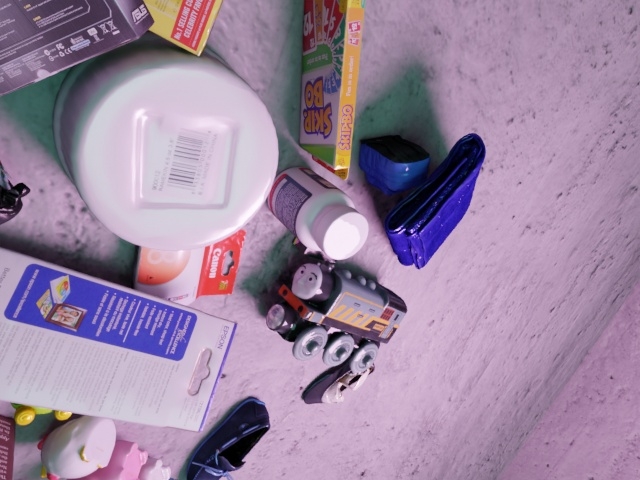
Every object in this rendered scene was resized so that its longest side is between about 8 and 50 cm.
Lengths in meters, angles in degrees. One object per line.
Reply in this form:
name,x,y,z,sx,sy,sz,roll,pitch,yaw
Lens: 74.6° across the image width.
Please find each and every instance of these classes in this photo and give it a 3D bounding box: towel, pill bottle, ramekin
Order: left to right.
ramekin,-0.192,-0.120,0.559,0.278,0.135,0.276,-16,125,-25
pill bottle,-0.005,-0.045,0.695,0.108,0.180,0.107,-16,124,-24
towel,0.234,-0.051,0.830,0.227,0.076,0.308,-46,161,0

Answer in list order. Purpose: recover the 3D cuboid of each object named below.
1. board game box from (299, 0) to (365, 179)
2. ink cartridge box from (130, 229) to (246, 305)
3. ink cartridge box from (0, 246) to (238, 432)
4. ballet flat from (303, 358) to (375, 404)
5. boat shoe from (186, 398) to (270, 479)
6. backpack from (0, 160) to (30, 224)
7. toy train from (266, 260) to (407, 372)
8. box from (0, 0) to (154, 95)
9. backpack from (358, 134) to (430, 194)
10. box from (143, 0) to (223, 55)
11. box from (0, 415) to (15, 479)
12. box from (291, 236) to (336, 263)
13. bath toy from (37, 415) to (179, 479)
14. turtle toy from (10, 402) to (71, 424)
board game box,0.011,-0.228,0.632,0.039,0.124,0.259,-14,124,-24
ink cartridge box,-0.216,0.050,0.705,0.180,0.045,0.145,2,118,-31
ink cartridge box,-0.317,0.146,0.592,0.371,0.069,0.175,25,72,-26
ballet flat,0.053,0.357,1.051,0.203,0.074,0.074,-33,130,-12
boat shoe,-0.211,0.473,0.935,0.109,0.089,0.258,27,101,-40
backpack,-0.428,-0.085,0.434,0.152,0.115,0.181,-39,146,-32
toy train,0.041,0.155,0.875,0.334,0.142,0.190,28,96,-43
box,-0.309,-0.245,0.389,0.231,0.056,0.183,-15,130,14
backpack,0.142,-0.136,0.776,0.098,0.120,0.101,-21,126,-22
box,-0.218,-0.290,0.432,0.233,0.058,0.087,23,119,-21
box,-0.551,0.346,0.561,0.167,0.203,0.168,-41,131,-5
box,0.000,0.000,0.812,0.083,0.052,0.062,18,105,-40
bath toy,-0.399,0.450,0.783,0.129,0.151,0.347,-7,128,12
turtle toy,-0.419,0.236,0.665,0.130,0.095,0.066,6,92,-36
